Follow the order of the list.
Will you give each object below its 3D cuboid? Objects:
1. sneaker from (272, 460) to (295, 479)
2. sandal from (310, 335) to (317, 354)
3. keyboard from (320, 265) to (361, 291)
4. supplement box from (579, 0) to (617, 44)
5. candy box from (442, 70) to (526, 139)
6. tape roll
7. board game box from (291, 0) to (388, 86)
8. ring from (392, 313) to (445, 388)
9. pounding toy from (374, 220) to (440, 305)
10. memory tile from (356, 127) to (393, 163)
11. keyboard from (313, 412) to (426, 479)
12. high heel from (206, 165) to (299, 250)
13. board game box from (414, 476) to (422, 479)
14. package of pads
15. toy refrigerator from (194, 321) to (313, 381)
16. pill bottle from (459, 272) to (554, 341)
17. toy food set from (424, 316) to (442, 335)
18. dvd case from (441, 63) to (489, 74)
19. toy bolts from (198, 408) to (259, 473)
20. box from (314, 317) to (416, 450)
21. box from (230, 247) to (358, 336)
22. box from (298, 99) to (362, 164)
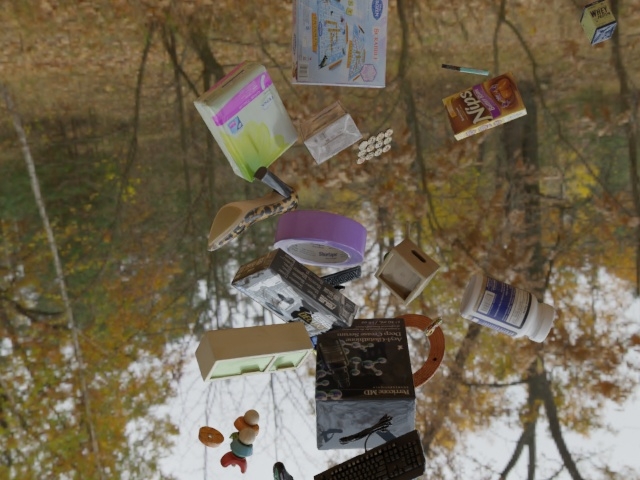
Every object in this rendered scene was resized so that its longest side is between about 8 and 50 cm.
[{"bbox_3d":[-0.093,0.816,2.200,0.098,0.224,0.083,-17,-161,-20],"label":"sneaker"},{"bbox_3d":[0.025,0.358,2.415,0.317,0.138,0.126,14,-139,-1],"label":"sandal"},{"bbox_3d":[0.058,0.152,2.343,0.192,0.100,0.038,-16,-127,-8],"label":"keyboard"},{"bbox_3d":[0.771,-0.607,1.849,0.056,0.083,0.083,-21,163,6],"label":"supplement box"},{"bbox_3d":[0.420,-0.343,1.708,0.186,0.109,0.053,-20,166,19],"label":"candy box"},{"bbox_3d":[0.000,0.000,2.008,0.274,0.090,0.275,7,163,2],"label":"tape roll"},{"bbox_3d":[0.064,-0.674,2.203,0.318,0.319,0.066,-1,-170,-19],"label":"board game box"},{"bbox_3d":[0.316,0.427,2.515,0.336,0.032,0.337,-20,-137,20],"label":"ring"},{"bbox_3d":[0.213,0.054,1.636,0.141,0.130,0.100,43,-136,15],"label":"pounding toy"},{"bbox_3d":[0.187,-0.326,2.293,0.148,0.113,0.012,-27,-122,-21],"label":"memory tile"},{"bbox_3d":[0.115,0.556,1.694,0.317,0.033,0.201,-30,-142,18],"label":"keyboard"},{"bbox_3d":[-0.168,-0.049,1.736,0.093,0.261,0.186,40,-179,39],"label":"high heel"},{"bbox_3d":[0.249,0.733,1.944,0.035,0.201,0.136,-17,180,44],"label":"board game box"},{"bbox_3d":[-0.211,-0.360,1.992,0.229,0.296,0.101,-44,-137,-20],"label":"package of pads"},{"bbox_3d":[-0.160,0.276,1.646,0.269,0.094,0.102,-1,140,-34],"label":"toy refrigerator"},{"bbox_3d":[0.591,0.218,2.113,0.264,0.153,0.153,22,-171,3],"label":"pill bottle"},{"bbox_3d":[0.400,0.303,2.360,0.083,0.020,0.082,-42,157,1],"label":"toy food set"},{"bbox_3d":[0.396,-0.471,1.831,0.087,0.013,0.119,3,-161,-18],"label":"dvd case"},{"bbox_3d":[-0.315,0.703,2.415,0.218,0.158,0.228,22,-169,-20],"label":"toy bolts"},{"bbox_3d":[0.133,0.440,2.092,0.293,0.212,0.395,-1,-150,1],"label":"box"},{"bbox_3d":[-0.077,0.161,1.955,0.307,0.076,0.242,38,148,-20],"label":"box"},{"bbox_3d":[0.027,-0.350,2.125,0.169,0.087,0.290,-32,-161,6],"label":"box"}]
